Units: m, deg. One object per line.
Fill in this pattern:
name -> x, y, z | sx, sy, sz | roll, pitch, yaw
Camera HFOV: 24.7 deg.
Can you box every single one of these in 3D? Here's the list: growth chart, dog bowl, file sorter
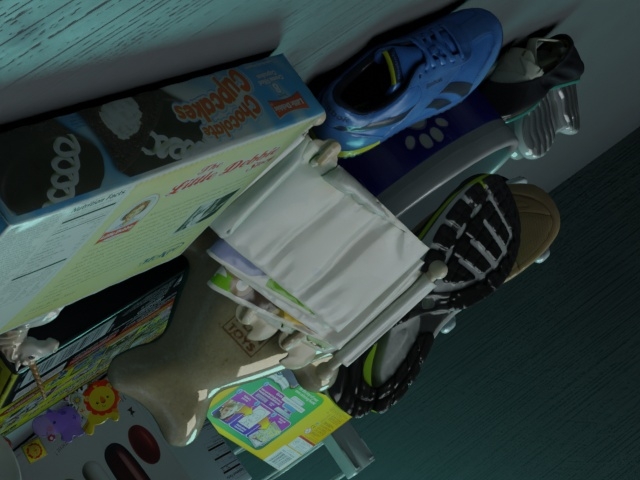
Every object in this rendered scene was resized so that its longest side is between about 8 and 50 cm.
growth chart -> -0.006, 0.015, 1.181 | 0.172, 0.021, 0.237 | -36, 129, 10
dog bowl -> 0.071, -0.061, 1.516 | 0.265, 0.104, 0.265 | -36, 172, -6
file sorter -> -0.068, 0.307, 2.434 | 0.173, 0.277, 0.193 | -36, 172, 9

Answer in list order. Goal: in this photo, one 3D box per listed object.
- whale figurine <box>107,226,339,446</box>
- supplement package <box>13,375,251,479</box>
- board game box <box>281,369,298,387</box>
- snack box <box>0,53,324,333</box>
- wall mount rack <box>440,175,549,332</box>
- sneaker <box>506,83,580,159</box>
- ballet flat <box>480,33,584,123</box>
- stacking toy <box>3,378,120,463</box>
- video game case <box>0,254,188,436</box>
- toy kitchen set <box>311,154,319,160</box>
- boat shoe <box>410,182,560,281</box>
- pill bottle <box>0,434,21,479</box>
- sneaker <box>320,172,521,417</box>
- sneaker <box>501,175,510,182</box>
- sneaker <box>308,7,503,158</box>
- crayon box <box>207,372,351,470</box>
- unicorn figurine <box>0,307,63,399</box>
whale figurine -> -0.068, 0.052, 1.299 | 0.272, 0.216, 0.141 | -45, -159, -6
supplement package -> -0.238, 0.286, 1.831 | 0.194, 0.203, 0.149 | -40, 172, 16
board game box -> 0.056, 0.037, 1.847 | 0.318, 0.066, 0.319 | -37, -170, -2
snack box -> -0.150, -0.020, 0.949 | 0.187, 0.060, 0.322 | -42, 171, 35
wall mount rack -> 0.157, 0.062, 2.001 | 0.350, 0.130, 0.304 | -41, 167, 34
sneaker -> 0.246, -0.169, 1.810 | 0.115, 0.105, 0.281 | -3, -167, 26
ballet flat -> 0.230, -0.188, 1.631 | 0.203, 0.074, 0.074 | -30, 170, -46
stacking toy -> -0.319, 0.216, 1.567 | 0.221, 0.052, 0.167 | -29, -179, -14
video game case -> -0.212, 0.088, 1.407 | 0.275, 0.035, 0.248 | -33, 171, -32
toy kitchen set -> -0.044, -0.054, 1.158 | 0.083, 0.075, 0.068 | -41, 171, -2
boat shoe -> 0.118, 0.032, 1.540 | 0.285, 0.103, 0.092 | -33, 178, -6
pill bottle -> -0.380, 0.254, 1.333 | 0.208, 0.117, 0.117 | -40, 172, 21
sneaker -> 0.080, 0.039, 1.434 | 0.300, 0.111, 0.121 | -44, -149, -22
sneaker -> 0.159, -0.013, 2.222 | 0.330, 0.130, 0.147 | -27, 146, -19
sneaker -> 0.081, -0.143, 1.221 | 0.209, 0.069, 0.082 | -33, 168, -23
crayon box -> -0.078, 0.230, 2.197 | 0.165, 0.081, 0.278 | -38, 142, 8
unicorn figurine -> -0.216, 0.050, 1.120 | 0.111, 0.060, 0.162 | -37, 156, 2
